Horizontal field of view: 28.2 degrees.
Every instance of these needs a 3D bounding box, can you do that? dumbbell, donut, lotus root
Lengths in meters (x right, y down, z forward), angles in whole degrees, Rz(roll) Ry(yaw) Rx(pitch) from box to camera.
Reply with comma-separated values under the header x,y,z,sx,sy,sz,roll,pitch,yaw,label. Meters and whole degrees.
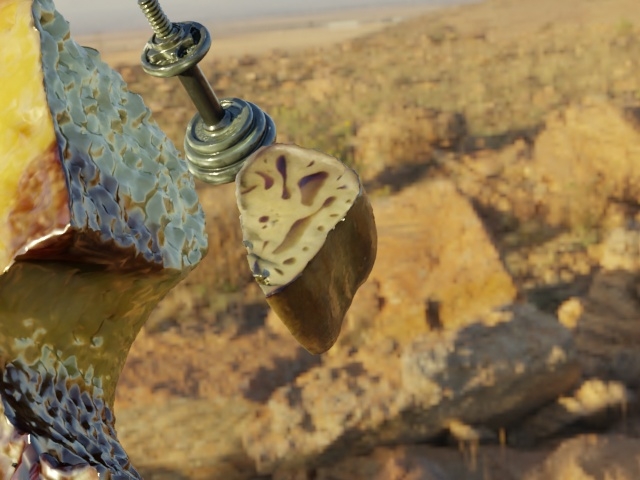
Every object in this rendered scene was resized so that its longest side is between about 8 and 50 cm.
x,y,z,sx,sy,sz,roll,pitch,yaw,label
-0.130,-0.163,1.365,0.110,0.255,0.110,-14,45,14,dumbbell
-0.101,0.074,0.449,0.151,0.295,0.112,-31,-36,28,donut
-0.001,0.002,0.956,0.095,0.159,0.135,-17,-35,9,lotus root
